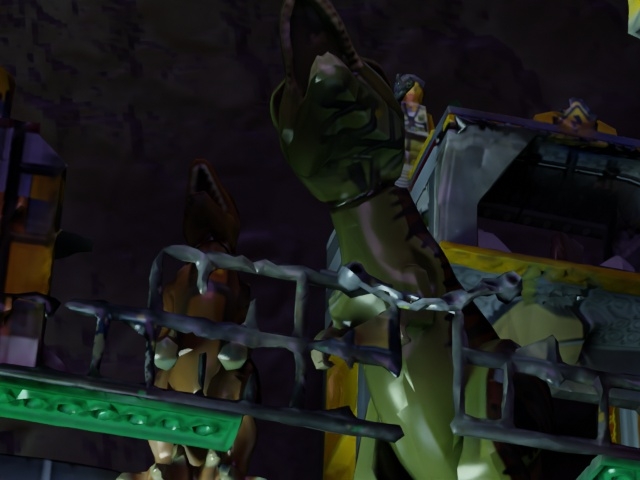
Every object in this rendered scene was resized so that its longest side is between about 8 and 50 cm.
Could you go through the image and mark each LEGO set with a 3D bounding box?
[{"bbox_3d":[0.000,0.000,0.451,0.331,0.255,0.192,5,56,-4],"label":"LEGO set"}]
